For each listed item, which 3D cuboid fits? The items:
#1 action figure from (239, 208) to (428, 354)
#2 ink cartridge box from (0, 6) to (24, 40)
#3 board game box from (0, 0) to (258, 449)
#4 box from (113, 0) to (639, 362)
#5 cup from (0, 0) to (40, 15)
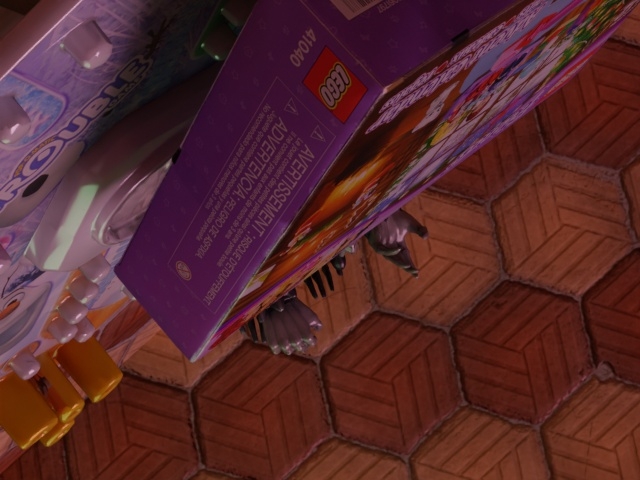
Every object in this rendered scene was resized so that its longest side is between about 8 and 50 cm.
[{"bbox_3d":[0.000,0.000,1.056,0.164,0.141,0.276,-29,170,-16],"label":"action figure"},{"bbox_3d":[-0.150,-0.099,1.010,0.198,0.197,0.270,-44,171,8],"label":"ink cartridge box"},{"bbox_3d":[-0.072,-0.026,0.634,0.390,0.050,0.390,-43,172,5],"label":"board game box"},{"bbox_3d":[0.060,-0.084,0.574,0.293,0.057,0.201,-36,170,-36],"label":"box"},{"bbox_3d":[-0.080,-0.221,0.606,0.331,0.237,0.331,-42,171,-8],"label":"cup"}]
